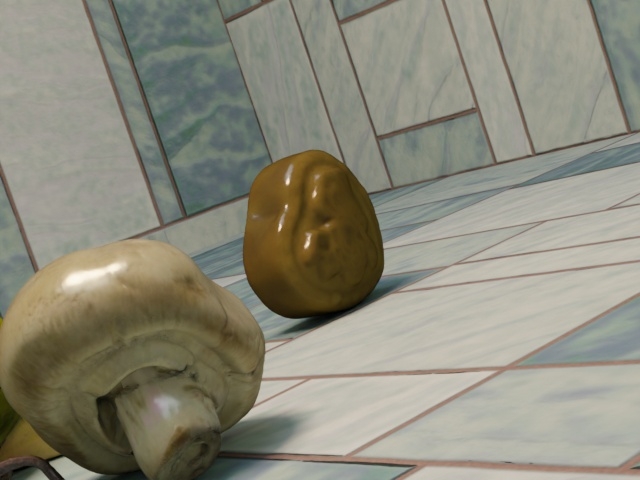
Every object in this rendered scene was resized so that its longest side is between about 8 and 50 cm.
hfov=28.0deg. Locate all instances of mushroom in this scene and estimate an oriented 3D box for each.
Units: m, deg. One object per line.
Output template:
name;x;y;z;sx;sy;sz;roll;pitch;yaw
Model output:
mushroom;-0.166;0.132;1.195;0.260;0.254;0.234;-1;42;-23

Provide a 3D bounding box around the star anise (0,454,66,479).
star anise;-0.297;0.204;1.186;0.227;0.148;0.219;-28;43;30

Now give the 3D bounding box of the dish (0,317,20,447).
dish;-0.411;0.192;1.393;0.108;0.262;0.221;25;-13;28

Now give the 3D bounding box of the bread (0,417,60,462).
bread;-0.259;0.206;1.525;0.264;0.163;0.167;-50;8;4

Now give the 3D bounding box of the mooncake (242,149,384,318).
mooncake;0.000;0.000;1.819;0.117;0.235;0.235;-18;5;41
